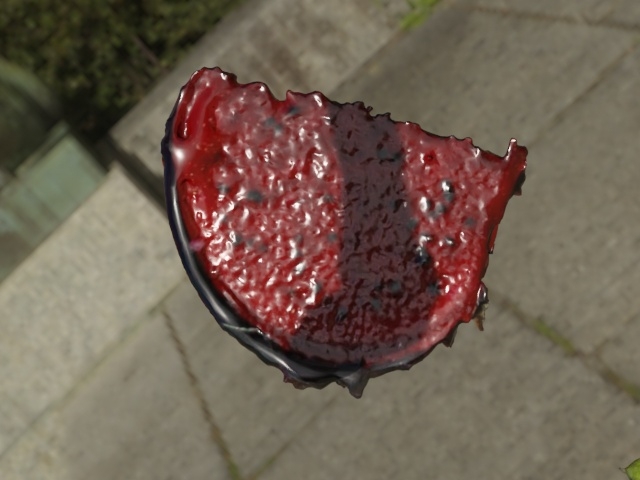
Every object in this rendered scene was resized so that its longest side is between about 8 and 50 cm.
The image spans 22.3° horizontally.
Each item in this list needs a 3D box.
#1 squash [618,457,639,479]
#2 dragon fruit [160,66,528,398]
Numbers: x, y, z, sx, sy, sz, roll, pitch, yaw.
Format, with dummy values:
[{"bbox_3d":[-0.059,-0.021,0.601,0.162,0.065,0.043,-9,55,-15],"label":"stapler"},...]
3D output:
[{"bbox_3d":[0.322,0.246,1.091,0.093,0.169,0.252,-38,54,2],"label":"squash"},{"bbox_3d":[0.000,0.000,1.542,0.100,0.343,0.282,147,139,-83],"label":"dragon fruit"}]
